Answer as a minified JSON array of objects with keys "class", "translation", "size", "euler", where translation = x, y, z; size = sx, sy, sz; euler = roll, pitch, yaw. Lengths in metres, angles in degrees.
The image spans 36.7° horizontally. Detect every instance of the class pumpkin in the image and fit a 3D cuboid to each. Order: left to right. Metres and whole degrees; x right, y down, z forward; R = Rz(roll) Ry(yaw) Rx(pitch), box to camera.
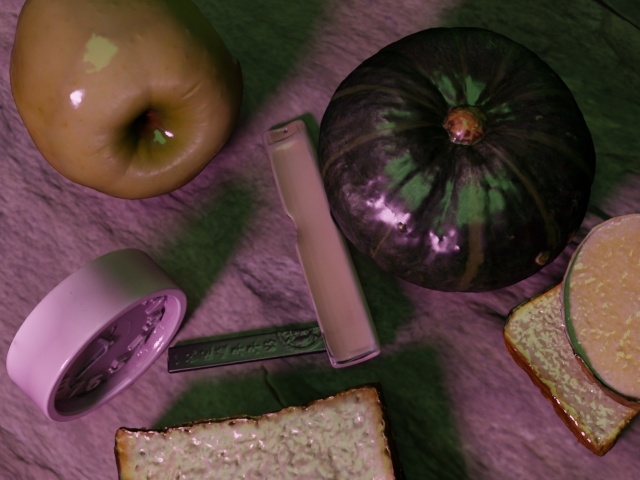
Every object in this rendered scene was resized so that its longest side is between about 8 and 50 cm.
[{"class":"pumpkin","translation":[0.146,-0.082,1.050],"size":[0.300,0.207,0.300],"euler":[2,64,-4]}]

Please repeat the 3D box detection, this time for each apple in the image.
[{"class":"apple","translation":[-0.224,-0.183,1.104],"size":[0.279,0.279,0.279],"euler":[-2,73,8]}]

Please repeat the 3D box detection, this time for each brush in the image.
[{"class":"brush","translation":[0.000,0.000,1.130],"size":[0.060,0.050,0.321],"euler":[-20,64,5]}]

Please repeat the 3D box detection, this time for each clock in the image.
[{"class":"clock","translation":[-0.239,0.103,1.049],"size":[0.068,0.197,0.197],"euler":[42,83,17]}]

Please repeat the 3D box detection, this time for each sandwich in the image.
[{"class":"sandwich","translation":[-0.048,0.305,1.013],"size":[0.301,0.099,0.271],"euler":[-11,76,2]},{"class":"sandwich","translation":[0.322,0.102,1.037],"size":[0.214,0.065,0.186],"euler":[-38,71,-4]}]

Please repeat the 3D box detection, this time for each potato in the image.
[{"class":"potato","translation":[0.327,0.074,0.970],"size":[0.164,0.081,0.200],"euler":[-7,69,16]}]

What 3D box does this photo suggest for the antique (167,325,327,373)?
[{"class":"antique","translation":[-0.084,0.126,1.115],"size":[0.192,0.015,0.031],"euler":[-9,72,5]}]
